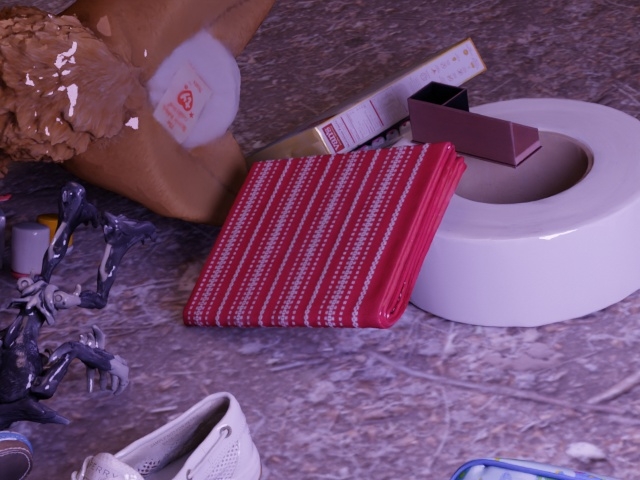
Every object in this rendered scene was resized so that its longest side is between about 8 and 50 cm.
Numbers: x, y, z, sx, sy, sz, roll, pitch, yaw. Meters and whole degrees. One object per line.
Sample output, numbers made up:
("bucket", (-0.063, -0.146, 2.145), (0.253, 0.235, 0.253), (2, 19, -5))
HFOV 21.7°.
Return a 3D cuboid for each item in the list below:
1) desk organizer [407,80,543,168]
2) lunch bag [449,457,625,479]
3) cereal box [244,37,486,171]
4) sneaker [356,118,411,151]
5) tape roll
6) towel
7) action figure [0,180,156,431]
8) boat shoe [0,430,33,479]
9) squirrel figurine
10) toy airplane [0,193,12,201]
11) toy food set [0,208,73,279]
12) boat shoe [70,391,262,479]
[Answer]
("desk organizer", (0.150, -0.115, 1.642), (0.130, 0.050, 0.047), (17, 40, 38))
("lunch bag", (0.153, 0.257, 1.070), (0.176, 0.219, 0.090), (8, -6, 29))
("cereal box", (0.046, -0.136, 1.841), (0.240, 0.047, 0.173), (-32, 7, -30))
("sneaker", (0.090, -0.085, 1.797), (0.170, 0.075, 0.063), (-30, 3, 7))
("tape roll", (0.196, -0.034, 1.640), (0.286, 0.100, 0.286), (-8, 31, 5))
("towel", (0.000, 0.000, 1.586), (0.274, 0.031, 0.199), (-2, 54, 44))
("action figure", (-0.252, 0.092, 1.544), (0.164, 0.141, 0.276), (17, 66, 26))
("boat shoe", (-0.314, 0.230, 1.403), (0.183, 0.066, 0.066), (-33, 41, -17))
("squirrel figurine", (-0.295, -0.162, 1.786), (0.370, 0.281, 0.397), (9, 11, 42))
("toy airplane", (-0.424, -0.046, 1.924), (0.151, 0.028, 0.151), (-7, 30, 4))
("toy food set", (-0.373, 0.029, 1.750), (0.232, 0.105, 0.111), (0, 13, -17))
("boat shoe", (-0.168, 0.211, 1.348), (0.098, 0.096, 0.277), (20, 42, 40))
